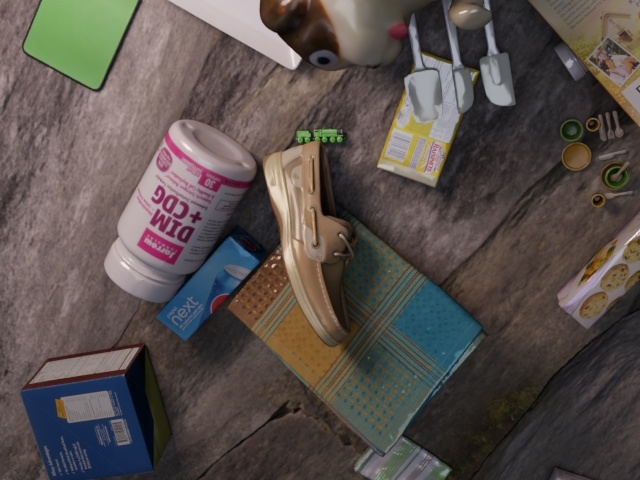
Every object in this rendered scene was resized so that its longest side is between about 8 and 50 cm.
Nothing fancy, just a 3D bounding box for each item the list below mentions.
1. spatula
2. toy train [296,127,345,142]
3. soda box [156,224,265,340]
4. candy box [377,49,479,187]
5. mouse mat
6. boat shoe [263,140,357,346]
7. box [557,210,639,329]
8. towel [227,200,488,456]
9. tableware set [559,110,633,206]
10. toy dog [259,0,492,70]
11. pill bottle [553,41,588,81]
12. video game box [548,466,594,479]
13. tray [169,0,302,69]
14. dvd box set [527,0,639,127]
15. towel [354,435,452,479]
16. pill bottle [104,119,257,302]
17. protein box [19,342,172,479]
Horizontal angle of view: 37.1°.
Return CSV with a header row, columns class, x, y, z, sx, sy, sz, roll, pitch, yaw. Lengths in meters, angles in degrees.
class,x,y,z,sx,sy,sz,roll,pitch,yaw
spatula,0.206,-0.316,1.502,0.168,0.019,0.241,-11,99,7
toy train,0.000,-0.176,1.598,0.083,0.017,0.023,0,98,7
soda box,-0.192,0.076,1.680,0.071,0.067,0.210,41,109,-7
candy box,0.175,-0.199,1.562,0.105,0.027,0.205,19,109,-1
mouse mat,-0.400,-0.363,1.590,0.153,0.007,0.189,29,108,-3
boat shoe,0.000,0.000,1.540,0.110,0.122,0.341,-19,76,12
box,0.525,0.008,1.570,0.067,0.063,0.324,39,109,-8
towel,0.057,0.134,1.588,0.370,0.040,0.271,41,93,17
tableware set,0.448,-0.130,1.554,0.104,0.024,0.154,-12,107,11
toy dog,0.076,-0.433,1.350,0.395,0.285,0.407,31,104,19
pill bottle,0.438,-0.314,1.460,0.152,0.086,0.086,-34,101,17
video game box,0.484,0.538,1.762,0.187,0.048,0.205,20,110,2
tray,-0.123,-0.401,1.530,0.270,0.030,0.145,29,109,-3
dvd box set,0.481,-0.371,1.366,0.308,0.062,0.420,-42,77,16
towel,0.153,0.426,1.778,0.152,0.023,0.113,33,110,-5
pill bottle,-0.239,-0.045,1.595,0.160,0.160,0.283,31,110,-4
protein box,-0.408,0.318,1.751,0.201,0.136,0.199,-10,107,10
